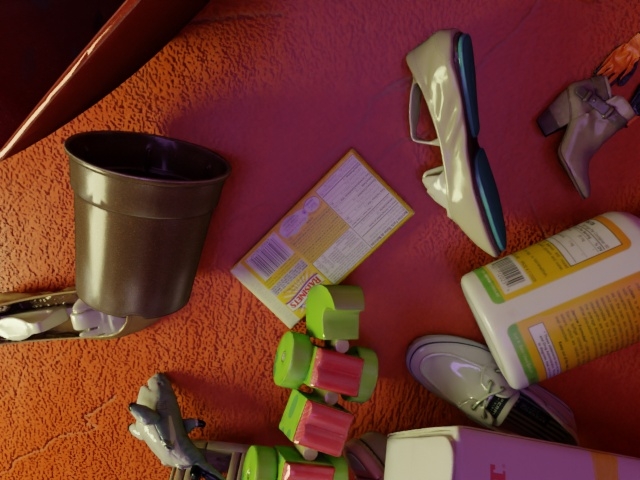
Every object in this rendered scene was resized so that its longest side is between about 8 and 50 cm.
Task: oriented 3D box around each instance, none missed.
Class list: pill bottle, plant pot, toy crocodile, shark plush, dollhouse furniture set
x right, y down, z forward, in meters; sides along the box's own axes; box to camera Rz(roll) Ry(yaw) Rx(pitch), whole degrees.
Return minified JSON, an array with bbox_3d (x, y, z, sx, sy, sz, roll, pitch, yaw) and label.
[{"bbox_3d":[0.291,0.052,0.607,0.245,0.136,0.137,-25,101,8],"label":"pill bottle"},{"bbox_3d":[-0.211,-0.270,0.481,0.267,0.236,0.267,-27,101,35],"label":"plant pot"},{"bbox_3d":[-0.008,0.215,0.641,0.115,0.105,0.341,17,84,-15],"label":"toy crocodile"},{"bbox_3d":[-0.169,0.231,0.681,0.161,0.067,0.073,33,136,26],"label":"shark plush"},{"bbox_3d":[-0.155,0.362,0.728,0.128,0.129,0.184,6,133,2],"label":"dollhouse furniture set"},{"bbox_3d":[-0.192,-0.016,0.612,0.166,0.167,0.165,14,112,0],"label":"plant pot"}]

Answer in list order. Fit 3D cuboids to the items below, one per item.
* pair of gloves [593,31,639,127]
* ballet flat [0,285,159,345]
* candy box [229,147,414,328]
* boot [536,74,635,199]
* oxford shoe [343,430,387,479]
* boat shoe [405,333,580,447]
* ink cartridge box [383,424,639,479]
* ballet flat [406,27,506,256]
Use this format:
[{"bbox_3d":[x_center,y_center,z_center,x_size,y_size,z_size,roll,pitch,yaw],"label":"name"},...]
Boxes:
[{"bbox_3d":[0.343,-0.174,0.617,0.074,0.010,0.083,-42,99,11],"label":"pair of gloves"},{"bbox_3d":[-0.301,0.094,0.679,0.232,0.073,0.080,-8,103,4],"label":"ballet flat"},{"bbox_3d":[0.000,0.000,0.666,0.206,0.027,0.105,-44,101,11],"label":"candy box"},{"bbox_3d":[0.296,-0.115,0.612,0.086,0.042,0.119,-29,93,18],"label":"boot"},{"bbox_3d":[0.197,0.364,0.710,0.397,0.140,0.146,45,69,-2],"label":"oxford shoe"},{"bbox_3d":[0.210,0.182,0.673,0.226,0.076,0.083,23,103,-3],"label":"boat shoe"},{"bbox_3d":[0.253,0.359,0.567,0.384,0.160,0.280,15,65,-15],"label":"ink cartridge box"},{"bbox_3d":[0.144,-0.099,0.618,0.086,0.086,0.249,-12,101,6],"label":"ballet flat"}]
